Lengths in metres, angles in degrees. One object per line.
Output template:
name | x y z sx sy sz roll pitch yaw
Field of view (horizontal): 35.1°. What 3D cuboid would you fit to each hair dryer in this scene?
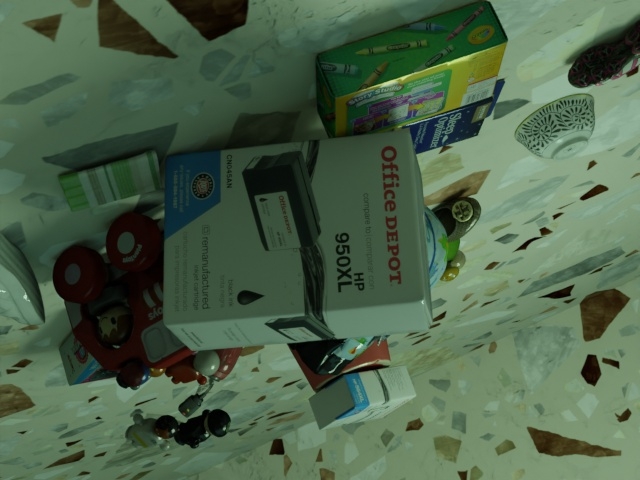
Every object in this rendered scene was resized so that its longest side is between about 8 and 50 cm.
hair dryer | -0.257 0.249 2.359 0.080 0.224 0.293 31 116 -29

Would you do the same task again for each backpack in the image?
backpack | 0.086 0.056 2.030 0.273 0.290 0.355 5 130 -46

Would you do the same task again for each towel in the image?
towel | -0.326 -0.095 1.580 0.152 0.023 0.113 -15 157 -10

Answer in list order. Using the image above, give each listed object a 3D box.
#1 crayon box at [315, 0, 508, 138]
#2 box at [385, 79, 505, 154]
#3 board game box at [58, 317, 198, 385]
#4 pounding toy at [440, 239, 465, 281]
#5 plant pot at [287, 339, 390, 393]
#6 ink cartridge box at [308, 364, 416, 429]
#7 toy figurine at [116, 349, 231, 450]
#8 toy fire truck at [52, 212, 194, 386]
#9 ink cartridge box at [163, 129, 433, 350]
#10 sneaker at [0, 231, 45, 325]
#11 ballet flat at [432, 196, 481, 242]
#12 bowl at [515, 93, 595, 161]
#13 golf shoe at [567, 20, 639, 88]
crayon box | 0.135 -0.251 1.549 0.278 0.081 0.165 -19 160 -6
box | 0.221 -0.212 1.806 0.225 0.036 0.136 -19 160 -11
board game box | -0.376 0.206 2.177 0.303 0.097 0.224 -5 153 -38
pounding toy | 0.274 0.071 2.463 0.183 0.110 0.237 -24 159 8
plant pot | 0.034 0.216 2.398 0.275 0.243 0.275 -18 160 -7
ink cartridge box | 0.100 0.366 2.366 0.203 0.086 0.148 -2 152 -40
toy figurine | -0.305 0.331 2.125 0.148 0.213 0.209 -22 160 38
toy fire truck | -0.313 0.111 1.767 0.302 0.254 0.169 -30 158 21
ink cartridge box | -0.033 0.002 1.582 0.394 0.285 0.166 -6 159 8
sneaker | -0.569 0.074 1.655 0.169 0.108 0.292 -19 150 -3
ballet flat | 0.244 -0.024 2.247 0.250 0.084 0.058 -27 161 32
bowl | 0.480 -0.209 2.005 0.170 0.080 0.170 -20 160 -8
golf shoe | 0.529 -0.319 1.794 0.186 0.067 0.086 -28 160 17
